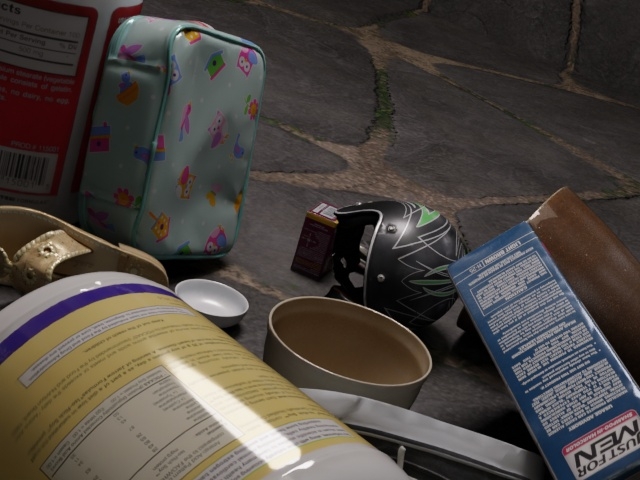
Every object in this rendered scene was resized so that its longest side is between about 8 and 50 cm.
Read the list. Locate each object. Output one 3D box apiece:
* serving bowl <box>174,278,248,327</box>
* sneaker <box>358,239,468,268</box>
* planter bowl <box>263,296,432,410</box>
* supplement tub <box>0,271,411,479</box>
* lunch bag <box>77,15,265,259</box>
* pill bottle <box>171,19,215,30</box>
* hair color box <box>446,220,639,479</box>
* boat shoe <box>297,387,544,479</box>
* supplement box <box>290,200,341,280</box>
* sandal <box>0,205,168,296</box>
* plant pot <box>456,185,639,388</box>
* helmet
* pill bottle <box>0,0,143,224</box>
[{"bbox_3d":[-0.123,0.074,1.304,0.083,0.027,0.083,15,21,-6],"label":"serving bowl"},{"bbox_3d":[0.121,0.014,1.571,0.170,0.075,0.063,14,22,-8],"label":"sneaker"},{"bbox_3d":[0.015,0.140,1.138,0.162,0.109,0.162,15,21,-6],"label":"planter bowl"},{"bbox_3d":[-0.083,0.192,0.760,0.331,0.241,0.241,33,26,35],"label":"supplement tub"},{"bbox_3d":[-0.166,-0.111,1.383,0.107,0.279,0.224,16,7,28],"label":"lunch bag"},{"bbox_3d":[-0.285,-0.256,1.799,0.161,0.161,0.283,31,25,31],"label":"pill bottle"},{"bbox_3d":[0.246,0.150,1.130,0.174,0.105,0.347,54,9,-34],"label":"hair color box"},{"bbox_3d":[0.051,0.205,1.013,0.306,0.105,0.113,20,-25,-23],"label":"boat shoe"},{"bbox_3d":[0.000,0.000,1.501,0.043,0.083,0.055,22,22,13],"label":"supplement box"},{"bbox_3d":[-0.269,0.029,1.222,0.240,0.088,0.079,15,15,-20],"label":"sandal"},{"bbox_3d":[0.317,0.090,1.404,0.230,0.215,0.215,40,27,15],"label":"plant pot"},{"bbox_3d":[0.091,0.030,1.396,0.169,0.170,0.161,-2,12,-40],"label":"helmet"},{"bbox_3d":[-0.334,-0.237,1.378,0.229,0.408,0.229,15,21,-6],"label":"pill bottle"}]
